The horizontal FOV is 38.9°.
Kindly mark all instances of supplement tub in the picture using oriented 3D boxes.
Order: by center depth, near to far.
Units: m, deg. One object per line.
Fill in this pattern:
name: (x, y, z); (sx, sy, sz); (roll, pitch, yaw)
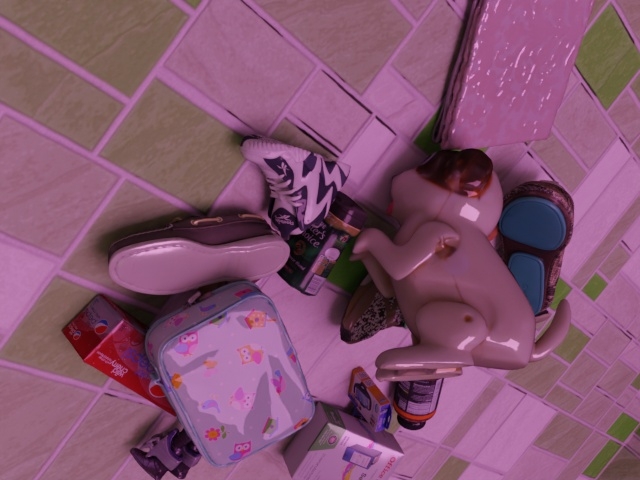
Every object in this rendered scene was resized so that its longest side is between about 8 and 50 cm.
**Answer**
supplement tub: (0.224, 0.343, 2.082); (0.106, 0.106, 0.198); (-18, 133, -32)

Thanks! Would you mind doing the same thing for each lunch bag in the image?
lunch bag: (-0.150, 0.212, 1.457); (0.224, 0.108, 0.279); (-26, 115, -12)

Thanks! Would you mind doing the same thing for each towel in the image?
towel: (0.370, -0.333, 1.707); (0.317, 0.053, 0.332); (-11, 127, -35)

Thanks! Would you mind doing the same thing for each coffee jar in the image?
coffee jar: (0.000, 0.000, 1.604); (0.079, 0.096, 0.184); (25, 102, -46)

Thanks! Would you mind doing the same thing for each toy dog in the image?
toy dog: (0.241, 0.033, 1.646); (0.395, 0.408, 0.284); (-7, 166, 11)

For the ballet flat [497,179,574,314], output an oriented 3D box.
ballet flat: (0.476, -0.020, 1.991); (0.182, 0.164, 0.483); (-61, 158, -28)

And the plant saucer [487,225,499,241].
plant saucer: (0.367, -0.025, 1.985); (0.083, 0.013, 0.083); (-24, 134, -27)

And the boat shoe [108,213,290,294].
boat shoe: (-0.199, 0.013, 1.437); (0.305, 0.091, 0.109); (-4, 133, -33)

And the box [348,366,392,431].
box: (0.107, 0.347, 1.952); (0.028, 0.136, 0.081); (-11, 128, -26)

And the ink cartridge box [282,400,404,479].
ink cartridge box: (0.051, 0.467, 1.973); (0.212, 0.093, 0.154); (28, 101, -26)

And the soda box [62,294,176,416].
soda box: (-0.299, 0.194, 1.498); (0.092, 0.083, 0.263); (-46, 140, -4)

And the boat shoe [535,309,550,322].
boat shoe: (0.521, 0.189, 2.280); (0.133, 0.042, 0.049); (-9, 152, -37)

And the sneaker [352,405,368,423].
sneaker: (0.102, 0.440, 2.076); (0.083, 0.087, 0.221); (-6, 112, -13)

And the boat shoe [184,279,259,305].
boat shoe: (-0.168, 0.064, 1.537); (0.190, 0.068, 0.072); (-42, 127, -26)

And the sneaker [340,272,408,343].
sneaker: (0.227, 0.119, 1.840); (0.410, 0.182, 0.158); (-25, 135, -25)

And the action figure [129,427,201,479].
action figure: (-0.203, 0.319, 1.643); (0.285, 0.099, 0.185); (-44, 168, 11)

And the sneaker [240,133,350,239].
sneaker: (-0.056, -0.078, 1.478); (0.235, 0.094, 0.153); (11, 99, -57)
